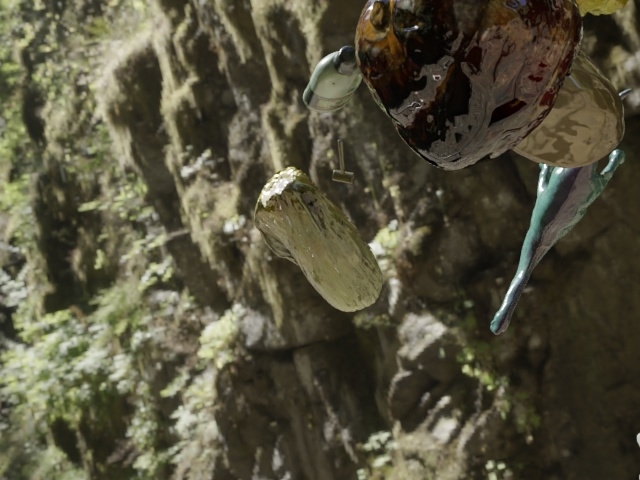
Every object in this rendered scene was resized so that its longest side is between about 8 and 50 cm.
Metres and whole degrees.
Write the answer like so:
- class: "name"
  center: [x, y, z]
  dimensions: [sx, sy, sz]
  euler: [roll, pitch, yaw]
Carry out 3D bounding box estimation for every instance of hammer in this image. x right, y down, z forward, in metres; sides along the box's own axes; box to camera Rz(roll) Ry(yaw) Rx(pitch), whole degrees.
- class: "hammer"
  center: [0.037, -0.135, 1.499]
  dimensions: [0.035, 0.019, 0.110]
  euler: [12, -31, 11]

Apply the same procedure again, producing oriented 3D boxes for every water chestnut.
- class: "water chestnut"
  center: [0.187, -0.235, 1.108]
  dimensions: [0.289, 0.289, 0.244]
  euler: [-21, 16, 50]

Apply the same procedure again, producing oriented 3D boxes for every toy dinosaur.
- class: "toy dinosaur"
  center: [0.418, -0.039, 1.563]
  dimensions: [0.331, 0.129, 0.383]
  euler: [-58, -9, -37]

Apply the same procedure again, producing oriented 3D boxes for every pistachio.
- class: "pistachio"
  center: [0.325, -0.213, 1.353]
  dimensions: [0.287, 0.197, 0.166]
  euler: [21, -16, -3]

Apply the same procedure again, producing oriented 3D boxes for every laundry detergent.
- class: "laundry detergent"
  center: [0.031, -0.302, 1.642]
  dimensions: [0.099, 0.070, 0.226]
  euler: [-9, -9, -12]

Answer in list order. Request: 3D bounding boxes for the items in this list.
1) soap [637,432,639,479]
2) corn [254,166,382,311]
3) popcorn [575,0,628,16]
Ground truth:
- class: "soap"
  center: [0.517, 0.252, 0.989]
  dimensions: [0.274, 0.089, 0.173]
  euler: [-11, 18, -9]
- class: "corn"
  center: [0.000, 0.003, 1.497]
  dimensions: [0.122, 0.305, 0.123]
  euler: [-51, 37, -15]
- class: "popcorn"
  center: [0.456, -0.477, 1.501]
  dimensions: [0.197, 0.198, 0.155]
  euler: [-12, -20, -23]
